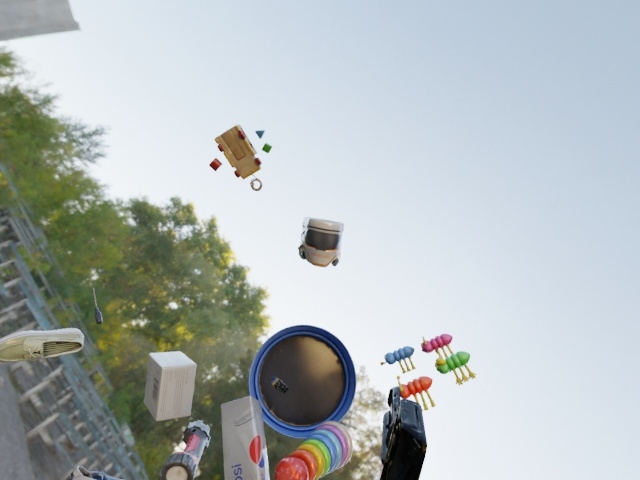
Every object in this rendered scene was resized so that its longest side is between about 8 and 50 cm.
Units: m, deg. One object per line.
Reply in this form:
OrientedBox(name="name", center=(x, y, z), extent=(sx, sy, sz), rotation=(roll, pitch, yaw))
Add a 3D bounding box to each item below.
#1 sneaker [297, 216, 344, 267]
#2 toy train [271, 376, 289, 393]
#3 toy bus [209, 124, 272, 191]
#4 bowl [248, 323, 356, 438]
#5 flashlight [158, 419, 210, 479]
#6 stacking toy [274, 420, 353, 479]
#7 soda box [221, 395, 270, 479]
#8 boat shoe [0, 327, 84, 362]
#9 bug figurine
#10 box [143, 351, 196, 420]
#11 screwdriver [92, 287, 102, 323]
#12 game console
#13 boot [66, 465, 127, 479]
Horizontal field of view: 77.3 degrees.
OrientedBox(name="sneaker", center=(0.000, 0.000, 1.121), extent=(0.126, 0.321, 0.127), rotation=(9, -85, 3))
OrientedBox(name="toy train", center=(-0.119, 0.424, 1.178), extent=(0.036, 0.027, 0.158), rotation=(41, -16, 20))
OrientedBox(name="toy bus", center=(-0.265, -0.294, 1.366), extent=(0.191, 0.104, 0.202), rotation=(15, -72, -4))
OrientedBox(name="bowl", center=(-0.064, 0.510, 1.475), extent=(0.391, 0.391, 0.077), rotation=(50, -18, 12))
OrientedBox(name="flashlight", center=(-0.428, 0.676, 1.286), extent=(0.304, 0.103, 0.103), rotation=(-175, -97, -82))
OrientedBox(name="stacking toy", center=(-0.025, 0.629, 1.161), extent=(0.141, 0.330, 0.141), rotation=(-6, -103, 25))
OrientedBox(name="soda box", center=(-0.204, 0.587, 1.095), extent=(0.091, 0.098, 0.286), rotation=(66, 8, -54))
OrientedBox(name="boat shoe", center=(-1.062, 0.396, 1.508), extent=(0.094, 0.302, 0.109), rotation=(20, -69, 50))
OrientedBox(name="bug figurine", center=(0.269, 0.320, 1.044), extent=(0.279, 0.216, 0.072), rotation=(-96, 161, -83))
OrientedBox(name="box", center=(-0.530, 0.502, 1.404), extent=(0.182, 0.119, 0.181), rotation=(3, -94, 53))
OrientedBox(name="screwdriver", center=(-0.854, 0.248, 1.524), extent=(0.170, 0.024, 0.025), rotation=(53, -56, 35))
OrientedBox(name="game console", center=(0.138, 0.366, 0.725), extent=(0.044, 0.361, 0.213), rotation=(14, -84, 9))
OrientedBox(name="boot", center=(-0.457, 0.461, 0.705), extent=(0.258, 0.123, 0.095), rotation=(18, -17, -13))
